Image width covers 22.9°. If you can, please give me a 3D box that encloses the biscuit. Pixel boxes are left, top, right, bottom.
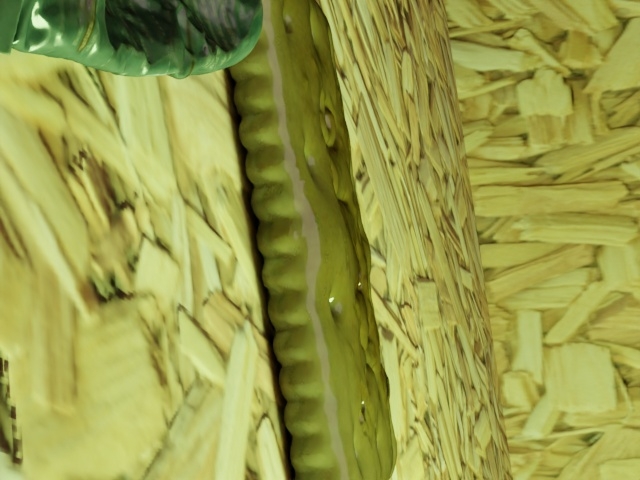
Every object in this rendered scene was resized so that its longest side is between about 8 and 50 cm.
[{"bbox_3d":[0.000,0.000,0.945,0.217,0.044,0.325,13,68,-81],"label":"biscuit"}]

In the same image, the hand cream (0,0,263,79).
[{"bbox_3d":[-0.068,-0.100,0.611,0.248,0.052,0.075,-5,84,-80],"label":"hand cream"}]
